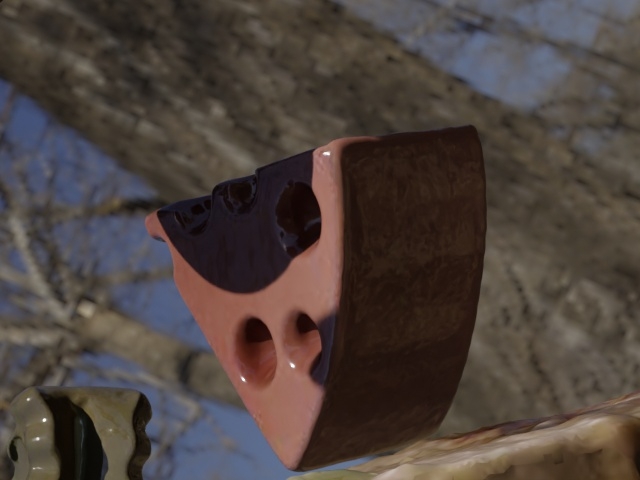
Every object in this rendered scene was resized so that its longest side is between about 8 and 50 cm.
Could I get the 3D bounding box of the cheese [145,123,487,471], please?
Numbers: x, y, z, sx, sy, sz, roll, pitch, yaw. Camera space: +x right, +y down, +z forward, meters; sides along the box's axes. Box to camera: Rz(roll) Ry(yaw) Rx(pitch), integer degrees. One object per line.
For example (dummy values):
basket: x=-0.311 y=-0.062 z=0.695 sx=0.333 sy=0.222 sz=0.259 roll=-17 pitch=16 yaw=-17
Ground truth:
cheese: x=0.017 y=-0.002 z=1.163 sx=0.128 sy=0.203 sz=0.177 roll=-6 pitch=-37 yaw=-37

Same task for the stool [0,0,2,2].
stool: x=-0.273 y=-0.226 z=1.024 sx=0.179 sy=0.264 sz=0.179 roll=-32 pitch=27 yaw=18

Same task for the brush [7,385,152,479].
brush: x=-0.147 y=0.234 z=1.152 sx=0.071 sy=0.084 sz=0.301 roll=158 pitch=116 yaw=-68

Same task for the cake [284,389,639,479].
cake: x=0.054 y=0.150 z=0.620 sx=0.196 sy=0.293 sz=0.199 roll=161 pitch=99 yaw=-70
